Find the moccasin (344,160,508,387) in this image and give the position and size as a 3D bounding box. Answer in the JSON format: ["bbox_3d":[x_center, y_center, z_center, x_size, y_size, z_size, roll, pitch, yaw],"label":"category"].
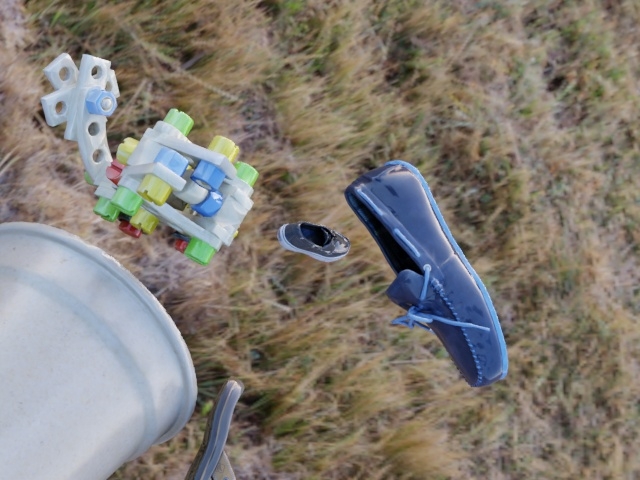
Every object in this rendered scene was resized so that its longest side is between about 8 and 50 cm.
[{"bbox_3d":[0.135,0.057,1.318,0.117,0.137,0.342,-20,68,-22],"label":"moccasin"}]

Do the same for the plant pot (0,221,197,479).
[{"bbox_3d":[-0.353,0.200,1.024,0.333,0.334,0.305,54,41,-16],"label":"plant pot"}]

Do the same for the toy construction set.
[{"bbox_3d":[-0.201,-0.081,1.061,0.151,0.328,0.215,-51,140,-4],"label":"toy construction set"}]

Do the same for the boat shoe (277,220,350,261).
[{"bbox_3d":[0.000,0.000,1.356,0.142,0.040,0.049,10,66,-48],"label":"boat shoe"}]

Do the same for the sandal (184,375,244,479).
[{"bbox_3d":[-0.121,0.271,1.114,0.060,0.090,0.219,20,75,-9],"label":"sandal"}]
